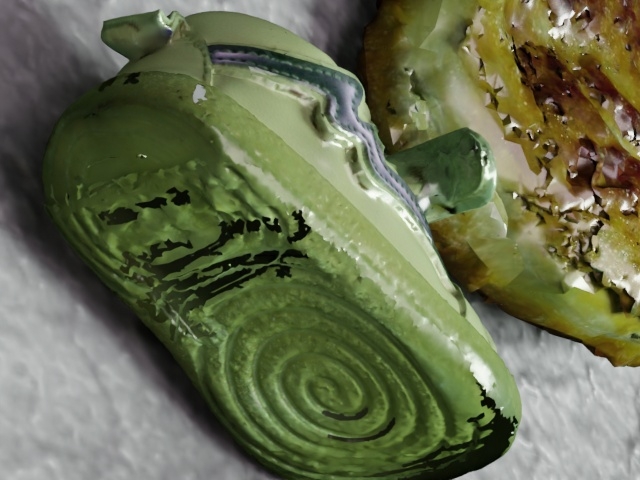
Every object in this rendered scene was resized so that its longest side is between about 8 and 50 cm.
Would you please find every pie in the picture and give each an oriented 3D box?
[{"bbox_3d":[0.159,-0.073,1.024,0.354,0.103,0.288,4,72,-46],"label":"pie"}]

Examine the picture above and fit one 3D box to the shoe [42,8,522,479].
[{"bbox_3d":[-0.001,0.006,0.791,0.262,0.140,0.128,43,54,-31],"label":"shoe"}]
